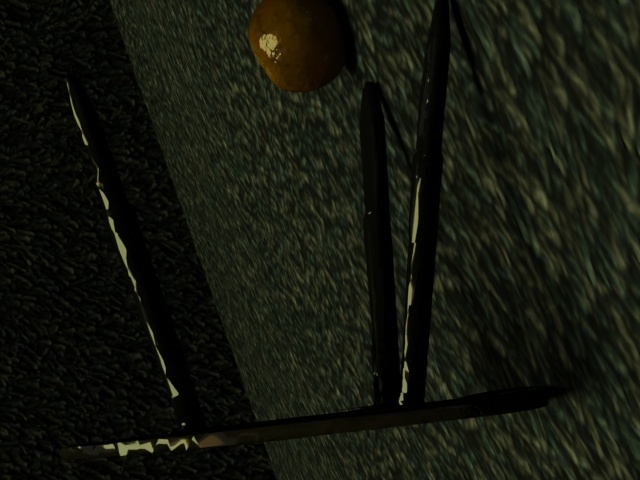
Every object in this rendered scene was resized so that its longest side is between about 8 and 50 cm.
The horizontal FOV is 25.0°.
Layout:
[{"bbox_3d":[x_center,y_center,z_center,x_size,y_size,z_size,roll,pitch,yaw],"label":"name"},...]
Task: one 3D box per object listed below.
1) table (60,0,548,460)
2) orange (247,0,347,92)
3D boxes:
[{"bbox_3d":[0.000,0.000,0.953,0.317,0.317,0.249,140,124,-79],"label":"table"},{"bbox_3d":[-0.017,-0.156,1.118,0.083,0.070,0.083,58,174,10],"label":"orange"}]
